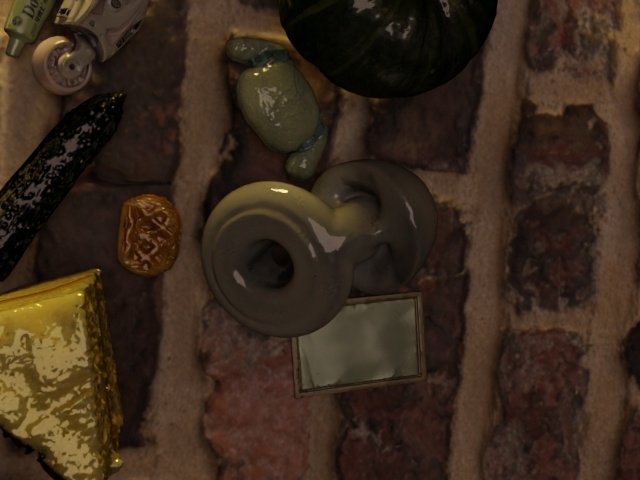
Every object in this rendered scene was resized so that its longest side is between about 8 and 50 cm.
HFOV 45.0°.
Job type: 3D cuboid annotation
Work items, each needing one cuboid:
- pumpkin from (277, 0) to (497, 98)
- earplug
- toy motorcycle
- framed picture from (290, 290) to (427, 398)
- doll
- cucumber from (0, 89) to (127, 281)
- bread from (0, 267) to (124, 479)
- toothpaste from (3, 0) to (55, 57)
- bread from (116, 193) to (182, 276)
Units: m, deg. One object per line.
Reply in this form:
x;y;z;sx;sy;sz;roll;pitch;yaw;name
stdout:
0.085;-0.328;1.010;0.300;0.207;0.300;3;83;-24;pumpkin
0.002;0.002;1.031;0.326;0.175;0.214;-19;102;-3;earplug
-0.275;-0.296;0.981;0.112;0.112;0.254;25;85;-14;toy motorcycle
0.056;0.150;1.122;0.201;0.010;0.136;-5;95;-13;framed picture
-0.055;-0.183;1.045;0.103;0.071;0.214;-32;103;-9;doll
-0.346;-0.077;0.980;0.072;0.072;0.300;38;84;-13;cucumber
-0.329;0.178;0.901;0.198;0.263;0.236;-15;97;-10;bread
-0.353;-0.334;0.983;0.064;0.041;0.218;23;84;-27;toothpaste
-0.227;-0.006;1.027;0.083;0.044;0.110;4;93;-18;bread
